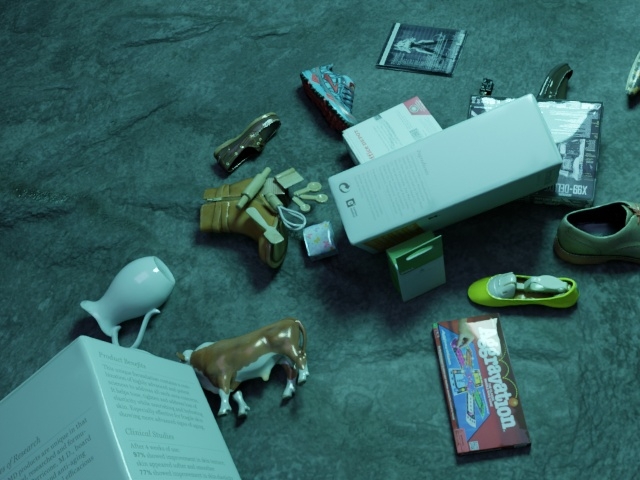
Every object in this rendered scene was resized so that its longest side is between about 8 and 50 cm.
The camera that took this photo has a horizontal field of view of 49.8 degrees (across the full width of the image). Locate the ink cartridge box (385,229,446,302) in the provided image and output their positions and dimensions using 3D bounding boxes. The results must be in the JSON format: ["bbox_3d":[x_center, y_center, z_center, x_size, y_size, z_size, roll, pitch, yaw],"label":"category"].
[{"bbox_3d":[0.205,0.044,1.486,0.109,0.209,0.062,-25,57,-2],"label":"ink cartridge box"}]

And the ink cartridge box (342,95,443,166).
[{"bbox_3d":[0.185,-0.242,1.736,0.218,0.092,0.158,-25,57,-4],"label":"ink cartridge box"}]

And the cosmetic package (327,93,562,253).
[{"bbox_3d":[0.271,-0.129,1.500,0.453,0.230,0.161,-22,78,13],"label":"cosmetic package"}]

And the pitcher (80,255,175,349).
[{"bbox_3d":[-0.438,0.152,1.640,0.207,0.125,0.177,-38,79,2],"label":"pitcher"}]

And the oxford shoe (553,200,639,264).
[{"bbox_3d":[0.681,-0.023,1.461,0.348,0.130,0.123,-9,58,8],"label":"oxford shoe"}]

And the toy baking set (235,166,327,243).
[{"bbox_3d":[-0.098,-0.096,1.641,0.197,0.030,0.256,19,46,21],"label":"toy baking set"}]

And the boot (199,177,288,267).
[{"bbox_3d":[-0.195,-0.043,1.692,0.220,0.109,0.283,-6,56,8],"label":"boot"}]

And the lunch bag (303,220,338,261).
[{"bbox_3d":[0.000,0.000,1.657,0.071,0.053,0.083,-18,67,5],"label":"lunch bag"}]

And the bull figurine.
[{"bbox_3d":[-0.168,0.277,1.502,0.310,0.101,0.188,-24,61,1],"label":"bull figurine"}]

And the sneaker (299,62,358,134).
[{"bbox_3d":[0.046,-0.395,1.857,0.125,0.104,0.262,-28,57,-7],"label":"sneaker"}]

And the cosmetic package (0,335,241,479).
[{"bbox_3d":[-0.379,0.448,1.267,0.327,0.329,0.393,-39,56,11],"label":"cosmetic package"}]

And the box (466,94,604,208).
[{"bbox_3d":[0.490,-0.211,1.617,0.308,0.076,0.242,6,78,17],"label":"box"}]

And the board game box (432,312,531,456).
[{"bbox_3d":[0.326,0.290,1.418,0.145,0.027,0.281,-10,57,6],"label":"board game box"}]

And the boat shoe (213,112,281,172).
[{"bbox_3d":[-0.185,-0.259,1.849,0.207,0.073,0.073,-38,60,-3],"label":"boat shoe"}]

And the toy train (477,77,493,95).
[{"bbox_3d":[0.420,-0.359,1.791,0.036,0.027,0.158,18,64,11],"label":"toy train"}]

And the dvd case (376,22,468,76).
[{"bbox_3d":[0.285,-0.537,1.935,0.221,0.018,0.164,13,64,19],"label":"dvd case"}]

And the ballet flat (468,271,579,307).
[{"bbox_3d":[0.433,0.100,1.477,0.231,0.077,0.077,2,61,15],"label":"ballet flat"}]

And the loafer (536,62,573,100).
[{"bbox_3d":[0.578,-0.343,1.719,0.078,0.080,0.220,28,78,22],"label":"loafer"}]

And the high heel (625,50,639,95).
[{"bbox_3d":[0.870,-0.417,1.679,0.186,0.093,0.261,28,63,28],"label":"high heel"}]
